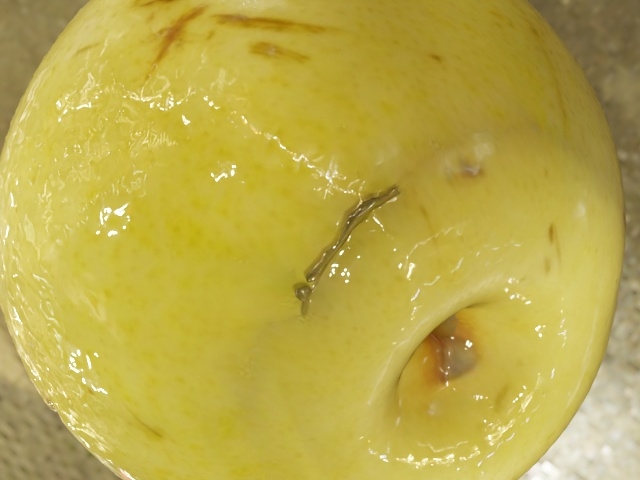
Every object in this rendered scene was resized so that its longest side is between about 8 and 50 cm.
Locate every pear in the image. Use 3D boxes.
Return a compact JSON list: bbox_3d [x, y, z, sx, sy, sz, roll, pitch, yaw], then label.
[{"bbox_3d":[0.000,0.000,0.908,0.309,0.309,0.309,31,152,19],"label":"pear"}]
